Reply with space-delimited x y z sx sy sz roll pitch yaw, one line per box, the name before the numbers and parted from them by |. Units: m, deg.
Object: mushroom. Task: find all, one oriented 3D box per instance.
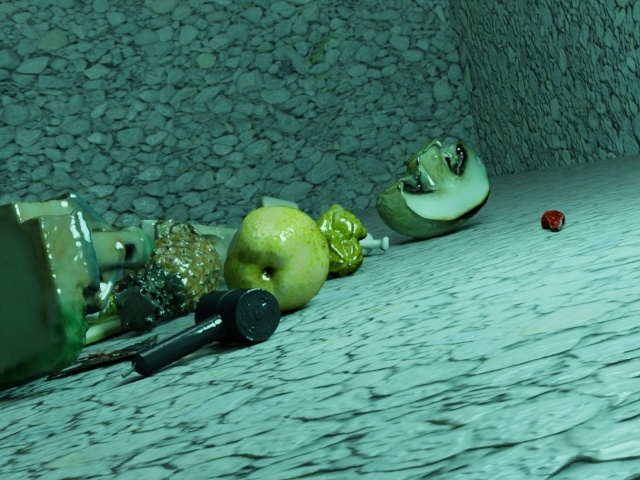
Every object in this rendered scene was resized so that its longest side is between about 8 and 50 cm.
mushroom | 0.244 -0.095 2.185 0.267 0.189 0.164 -49 5 -37
mushroom | -0.307 0.042 2.058 0.226 0.178 0.226 -15 13 4

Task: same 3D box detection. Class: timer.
timer | 0.000 0.000 2.056 0.266 0.175 0.175 2 1 -12

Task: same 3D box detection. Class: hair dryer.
hair dryer | -0.167 0.128 1.267 0.219 0.072 0.124 -27 9 -36

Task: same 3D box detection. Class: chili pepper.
chili pepper | 0.422 -0.036 1.772 0.045 0.027 0.178 -12 6 13

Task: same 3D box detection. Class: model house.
model house | -0.407 0.079 1.425 0.312 0.245 0.280 -20 -6 24

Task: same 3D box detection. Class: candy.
candy | -0.387 0.100 1.959 0.194 0.062 0.058 -36 -32 19

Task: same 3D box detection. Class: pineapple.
pineapple | -0.283 0.087 1.741 0.157 0.158 0.279 -12 16 22

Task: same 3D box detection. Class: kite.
kite | -0.300 0.168 1.447 0.189 0.009 0.232 -12 4 40

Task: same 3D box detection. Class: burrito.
burrito | -0.240 0.019 2.243 0.392 0.117 0.076 6 36 -27

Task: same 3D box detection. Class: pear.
pear | -0.071 0.032 1.496 0.178 0.178 0.178 -13 4 1

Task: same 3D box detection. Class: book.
book | -0.514 0.190 1.697 0.239 0.035 0.352 -13 4 39

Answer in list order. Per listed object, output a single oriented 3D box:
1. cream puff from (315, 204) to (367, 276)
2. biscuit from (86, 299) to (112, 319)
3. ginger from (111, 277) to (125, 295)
cream puff | 0.038 0.012 1.834 0.116 0.146 0.146 30 20 18
biscuit | -0.509 0.129 1.654 0.281 0.084 0.179 -13 5 25
ginger | -0.431 0.110 2.201 0.333 0.081 0.148 -15 -1 -43
